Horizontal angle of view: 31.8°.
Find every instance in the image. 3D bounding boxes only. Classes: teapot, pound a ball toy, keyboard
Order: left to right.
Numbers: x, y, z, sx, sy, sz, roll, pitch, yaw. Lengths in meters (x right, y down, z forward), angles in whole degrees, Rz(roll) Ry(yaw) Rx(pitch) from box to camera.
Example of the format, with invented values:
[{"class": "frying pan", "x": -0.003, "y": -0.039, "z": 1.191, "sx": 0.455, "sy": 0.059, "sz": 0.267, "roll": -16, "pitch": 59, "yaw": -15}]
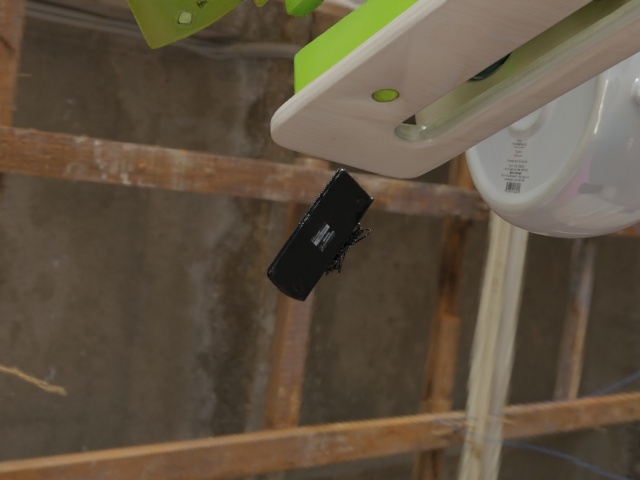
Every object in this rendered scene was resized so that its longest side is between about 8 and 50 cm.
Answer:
[{"class": "keyboard", "x": 0.000, "y": 0.000, "z": 1.537, "sx": 0.100, "sy": 0.038, "sz": 0.192, "roll": 46, "pitch": -112, "yaw": -27}, {"class": "pound a ball toy", "x": 0.109, "y": -0.178, "z": 0.455, "sx": 0.136, "sy": 0.319, "sz": 0.208, "roll": 11, "pitch": -115, "yaw": -34}, {"class": "teapot", "x": 0.255, "y": -0.113, "z": 0.954, "sx": 0.187, "sy": 0.252, "sz": 0.256, "roll": 8, "pitch": -132, "yaw": -22}]

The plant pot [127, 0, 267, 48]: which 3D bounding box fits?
[{"class": "plant pot", "x": -0.168, "y": -0.436, "z": 1.580, "sx": 0.227, "sy": 0.207, "sz": 0.228, "roll": -78, "pitch": -30, "yaw": -53}]
